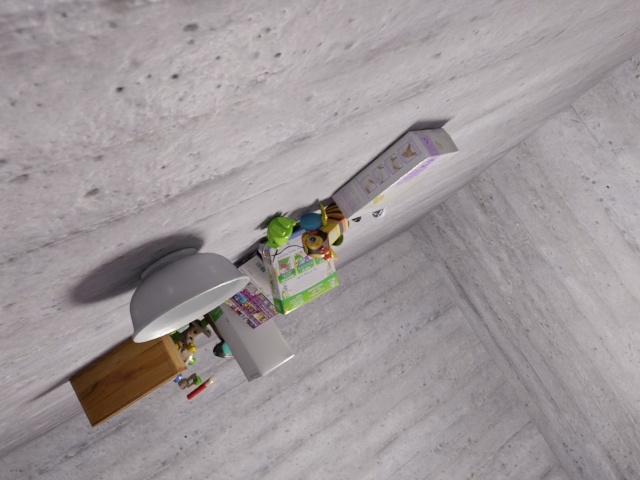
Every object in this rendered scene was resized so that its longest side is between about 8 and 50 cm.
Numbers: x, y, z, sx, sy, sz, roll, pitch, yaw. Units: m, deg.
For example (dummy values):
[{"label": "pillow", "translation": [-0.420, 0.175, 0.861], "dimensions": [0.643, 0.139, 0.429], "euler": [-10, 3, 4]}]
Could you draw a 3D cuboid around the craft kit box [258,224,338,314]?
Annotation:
[{"label": "craft kit box", "translation": [-0.064, 0.081, 1.576], "dimensions": [0.250, 0.246, 0.061], "euler": [-25, -161, -36]}]

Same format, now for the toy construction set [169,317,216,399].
[{"label": "toy construction set", "translation": [-0.527, 0.453, 1.951], "dimensions": [0.237, 0.308, 0.257], "euler": [-36, 180, -1]}]

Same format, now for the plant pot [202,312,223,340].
[{"label": "plant pot", "translation": [-0.395, 0.311, 1.967], "dimensions": [0.167, 0.165, 0.167], "euler": [-31, 173, -5]}]

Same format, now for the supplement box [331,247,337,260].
[{"label": "supplement box", "translation": [-0.027, 0.126, 2.505], "dimensions": [0.233, 0.080, 0.078], "euler": [-28, 172, -14]}]

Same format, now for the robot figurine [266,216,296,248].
[{"label": "robot figurine", "translation": [-0.116, -0.025, 1.338], "dimensions": [0.101, 0.067, 0.115], "euler": [-60, -179, -21]}]

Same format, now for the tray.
[{"label": "tray", "translation": [-0.711, 0.492, 1.756], "dimensions": [0.411, 0.202, 0.076], "euler": [-33, 171, 11]}]

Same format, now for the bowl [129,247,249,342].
[{"label": "bowl", "translation": [-0.329, 0.109, 1.133], "dimensions": [0.298, 0.134, 0.298], "euler": [-30, 172, -5]}]

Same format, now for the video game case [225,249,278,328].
[{"label": "video game case", "translation": [-0.221, 0.171, 1.617], "dimensions": [0.210, 0.232, 0.042], "euler": [-35, -155, 15]}]

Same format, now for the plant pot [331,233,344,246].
[{"label": "plant pot", "translation": [0.043, -0.007, 2.010], "dimensions": [0.083, 0.083, 0.079], "euler": [-27, -178, -31]}]

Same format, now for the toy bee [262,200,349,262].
[{"label": "toy bee", "translation": [0.000, 0.000, 1.462], "dimensions": [0.298, 0.162, 0.195], "euler": [-49, 141, -10]}]

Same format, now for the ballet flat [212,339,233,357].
[{"label": "ballet flat", "translation": [-0.336, 0.426, 2.005], "dimensions": [0.096, 0.095, 0.280], "euler": [-26, 167, 39]}]

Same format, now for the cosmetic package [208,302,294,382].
[{"label": "cosmetic package", "translation": [-0.275, 0.326, 1.789], "dimensions": [0.155, 0.365, 0.197], "euler": [-27, 170, -31]}]

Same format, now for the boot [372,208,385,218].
[{"label": "boot", "translation": [0.221, -0.136, 1.945], "dimensions": [0.086, 0.069, 0.190], "euler": [-21, 161, -17]}]

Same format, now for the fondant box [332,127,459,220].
[{"label": "fondant box", "translation": [0.226, -0.200, 1.449], "dimensions": [0.330, 0.096, 0.238], "euler": [-39, 168, 37]}]

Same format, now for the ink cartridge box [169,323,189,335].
[{"label": "ink cartridge box", "translation": [-0.677, 0.463, 2.193], "dimensions": [0.209, 0.062, 0.109], "euler": [-35, 170, 19]}]

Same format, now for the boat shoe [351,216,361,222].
[{"label": "boat shoe", "translation": [0.151, -0.094, 1.992], "dimensions": [0.046, 0.038, 0.125], "euler": [-31, 171, -4]}]
